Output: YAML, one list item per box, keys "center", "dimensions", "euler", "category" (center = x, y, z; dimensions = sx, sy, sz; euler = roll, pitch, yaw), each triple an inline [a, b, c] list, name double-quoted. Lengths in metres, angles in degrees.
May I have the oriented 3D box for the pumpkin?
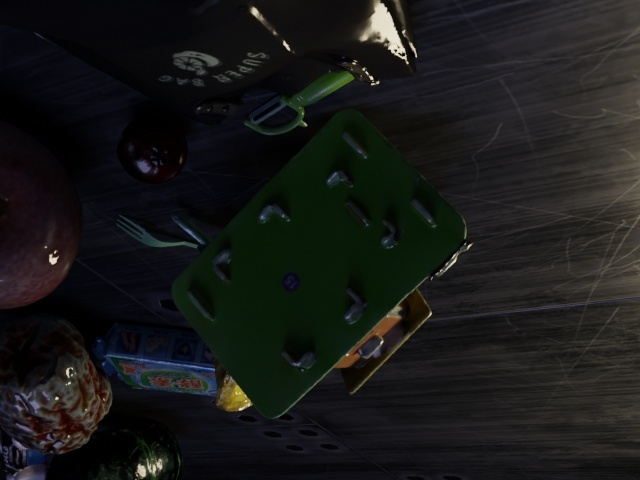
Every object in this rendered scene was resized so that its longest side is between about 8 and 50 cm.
- center: [-0.468, 0.554, 1.972]
  dimensions: [0.315, 0.238, 0.315]
  euler: [-22, 161, -8]
  category: "pumpkin"

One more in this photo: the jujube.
- center: [-0.500, 0.263, 1.546]
  dimensions: [0.226, 0.226, 0.317]
  euler: [9, 152, 0]
  category: "jujube"

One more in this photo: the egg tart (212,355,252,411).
- center: [-0.099, 0.184, 1.373]
  dimensions: [0.090, 0.212, 0.212]
  euler: [43, 163, 27]
  category: "egg tart"

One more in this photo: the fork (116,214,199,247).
- center: [-0.181, 0.012, 1.226]
  dimensions: [0.235, 0.021, 0.039]
  euler: [18, 152, -14]
  category: "fork"

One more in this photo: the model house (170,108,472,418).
- center: [0.000, 0.000, 1.064]
  dimensions: [0.300, 0.340, 0.323]
  euler: [-45, 160, 9]
  category: "model house"

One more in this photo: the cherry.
- center: [-0.424, -0.034, 1.026]
  dimensions: [0.261, 0.221, 0.307]
  euler: [40, 152, -30]
  category: "cherry"

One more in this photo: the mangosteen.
- center: [-0.194, -0.105, 0.974]
  dimensions: [0.081, 0.081, 0.081]
  euler: [7, 150, 4]
  category: "mangosteen"

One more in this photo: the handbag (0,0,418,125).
- center: [-0.083, -0.196, 0.733]
  dimensions: [0.342, 0.152, 0.288]
  euler: [-8, 158, 30]
  category: "handbag"

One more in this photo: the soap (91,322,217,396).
- center: [-0.265, 0.221, 1.554]
  dimensions: [0.293, 0.077, 0.156]
  euler: [5, 150, 8]
  category: "soap"

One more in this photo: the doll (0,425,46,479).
- center: [-0.776, 0.429, 1.913]
  dimensions: [0.310, 0.240, 0.284]
  euler: [2, 111, -15]
  category: "doll"

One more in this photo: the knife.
- center: [0.002, -0.154, 0.893]
  dimensions: [0.054, 0.015, 0.212]
  euler: [29, 145, -32]
  category: "knife"
